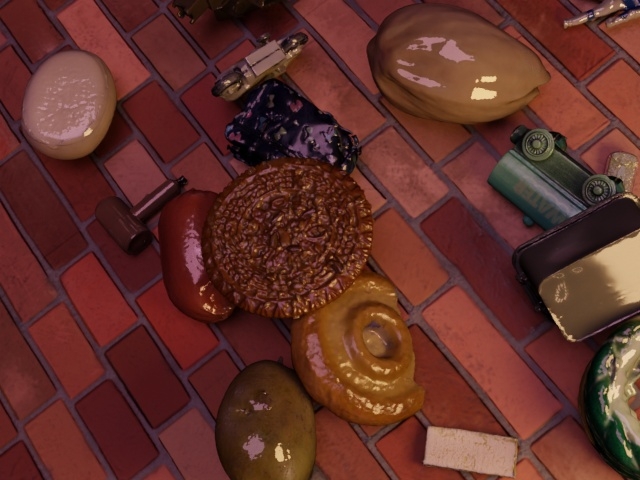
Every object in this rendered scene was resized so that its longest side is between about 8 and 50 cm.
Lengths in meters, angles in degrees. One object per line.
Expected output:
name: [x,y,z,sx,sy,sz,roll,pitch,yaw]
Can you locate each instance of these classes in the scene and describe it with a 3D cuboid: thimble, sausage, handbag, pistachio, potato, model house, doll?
thimble: [0.540,0.234,1.296,0.288,0.167,0.254,-39,70,-2]
sausage: [-0.221,0.021,1.535,0.148,0.148,0.254,-7,71,9]
handbag: [-0.053,-0.179,1.579,0.260,0.113,0.162,34,79,18]
pistachio: [0.243,-0.310,1.524,0.332,0.207,0.226,14,32,9]
potato: [-0.086,0.304,1.405,0.159,0.174,0.251,-5,56,17]
model house: [-0.175,-0.513,1.655,0.204,0.211,0.243,34,77,21]
doll: [0.564,-0.444,1.569,0.228,0.057,0.113,-6,65,19]

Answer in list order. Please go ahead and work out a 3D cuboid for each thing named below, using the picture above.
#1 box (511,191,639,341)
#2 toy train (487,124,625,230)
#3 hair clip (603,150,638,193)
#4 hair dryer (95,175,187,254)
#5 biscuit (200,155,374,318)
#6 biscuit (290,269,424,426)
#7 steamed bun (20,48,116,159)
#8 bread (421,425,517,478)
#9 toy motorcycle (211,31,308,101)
box: [0.442,0.048,1.347,0.243,0.135,0.163,-29,105,11]
toy train: [0.405,-0.088,1.465,0.248,0.101,0.159,45,109,23]
hair clip: [0.515,-0.088,1.479,0.054,0.022,0.137,11,83,15]
hair dryer: [-0.333,-0.068,1.635,0.182,0.064,0.117,-40,68,-11]
biscuit: [-0.058,-0.014,1.435,0.306,0.038,0.305,-4,64,8]
biscuit: [0.057,0.179,1.423,0.213,0.091,0.274,-9,73,-30]
steamed bun: [-0.491,-0.263,1.685,0.177,0.130,0.228,5,72,3]
bread: [0.245,0.346,1.394,0.154,0.028,0.068,4,73,14]
toy motorcycle: [-0.125,-0.327,1.636,0.229,0.151,0.074,-38,94,-21]
